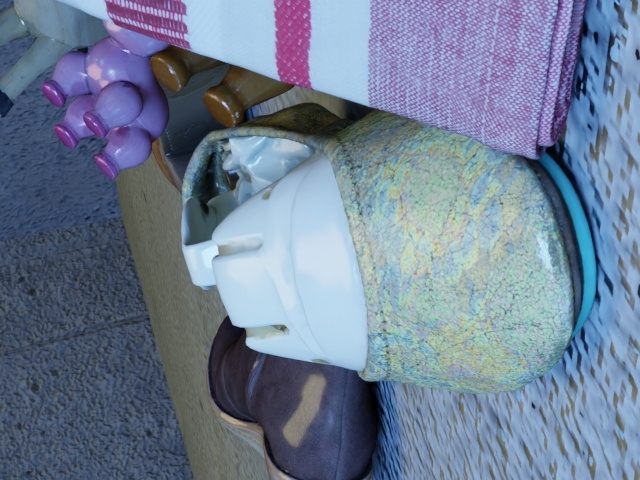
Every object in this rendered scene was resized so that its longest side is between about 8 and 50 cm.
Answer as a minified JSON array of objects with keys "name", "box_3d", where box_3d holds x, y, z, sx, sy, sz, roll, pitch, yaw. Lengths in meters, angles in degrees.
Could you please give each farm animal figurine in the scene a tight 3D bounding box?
[{"name":"farm animal figurine","box_3d":[-0.108,-0.196,0.613,0.330,0.172,0.326,14,142,51]}]

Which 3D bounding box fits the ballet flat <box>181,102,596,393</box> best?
[{"name":"ballet flat","box_3d":[0.000,0.000,0.558,0.348,0.123,0.123,-147,46,-74]}]

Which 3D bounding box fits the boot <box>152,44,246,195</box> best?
[{"name":"boot","box_3d":[-0.117,-0.164,1.010,0.220,0.109,0.283,-121,10,-51]}]

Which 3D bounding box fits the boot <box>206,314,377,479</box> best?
[{"name":"boot","box_3d":[-0.013,0.056,0.835,0.248,0.090,0.206,-117,30,-56]}]

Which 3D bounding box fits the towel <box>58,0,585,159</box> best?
[{"name":"towel","box_3d":[-0.068,-0.166,0.379,0.037,0.329,0.237,-52,-26,-40]}]
